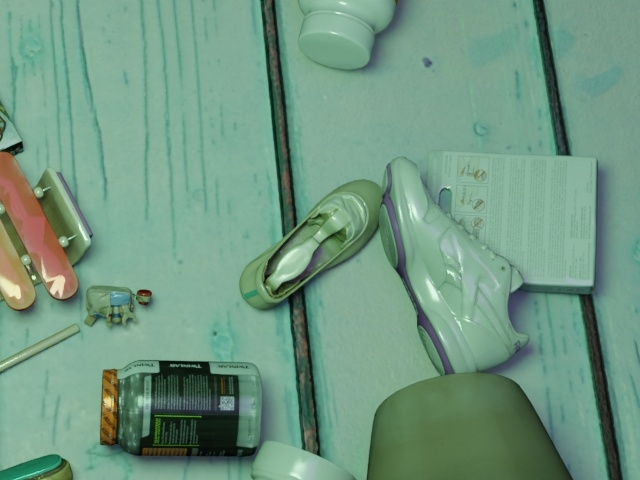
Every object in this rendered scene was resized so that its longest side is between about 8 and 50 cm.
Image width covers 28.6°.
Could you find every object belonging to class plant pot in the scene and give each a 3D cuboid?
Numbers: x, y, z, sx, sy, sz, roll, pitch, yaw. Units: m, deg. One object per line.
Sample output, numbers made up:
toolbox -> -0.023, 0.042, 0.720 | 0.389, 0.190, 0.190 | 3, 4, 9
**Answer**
plant pot -> 0.179, 0.321, 1.490 | 0.323, 0.323, 0.280 | -1, 58, -11

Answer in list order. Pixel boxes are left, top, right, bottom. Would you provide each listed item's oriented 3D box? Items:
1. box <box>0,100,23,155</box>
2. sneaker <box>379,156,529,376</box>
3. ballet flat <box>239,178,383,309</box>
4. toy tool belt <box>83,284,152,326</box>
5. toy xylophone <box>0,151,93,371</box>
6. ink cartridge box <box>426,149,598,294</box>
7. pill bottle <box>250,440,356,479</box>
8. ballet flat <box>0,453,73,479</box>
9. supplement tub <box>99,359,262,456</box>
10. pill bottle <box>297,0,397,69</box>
box -> -0.506, -0.185, 1.612 | 0.159, 0.044, 0.233 | -28, 81, -17
sneaker -> 0.173, 0.027, 1.647 | 0.152, 0.114, 0.305 | -21, 89, -8
ballet flat -> 0.000, 0.000, 1.639 | 0.248, 0.086, 0.086 | -42, 86, -19
toy tool belt -> -0.256, 0.086, 1.587 | 0.083, 0.052, 0.051 | 4, 105, -7
toy xylophone -> -0.425, 0.051, 1.541 | 0.322, 0.081, 0.236 | -34, 84, -18
ink cartridge box -> 0.261, -0.027, 1.726 | 0.232, 0.066, 0.189 | 2, 73, 11
pill bottle -> -0.069, 0.396, 1.467 | 0.169, 0.169, 0.301 | 24, 71, -4
ballet flat -> -0.405, 0.313, 1.477 | 0.232, 0.080, 0.073 | -10, 106, -11
supplement tub -> -0.171, 0.204, 1.529 | 0.190, 0.117, 0.117 | 3, 74, -11
pill bottle -> 0.046, -0.366, 1.723 | 0.136, 0.136, 0.246 | 16, 72, -6
